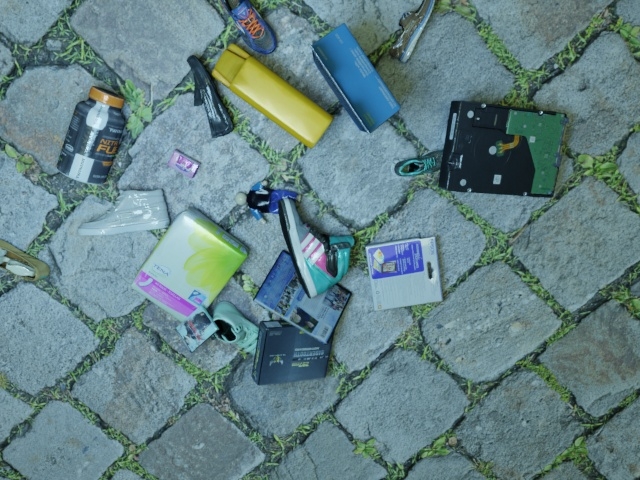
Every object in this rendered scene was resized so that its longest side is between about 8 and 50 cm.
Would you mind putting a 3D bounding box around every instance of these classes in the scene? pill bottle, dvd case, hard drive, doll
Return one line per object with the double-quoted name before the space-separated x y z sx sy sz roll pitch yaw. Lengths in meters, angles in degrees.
"pill bottle" -0.611 -0.286 1.364 0.130 0.130 0.246 23 103 -6
"dvd case" -0.354 0.253 1.442 0.119 0.013 0.087 -41 78 20
"hard drive" 0.496 -0.243 1.368 0.338 0.064 0.237 1 104 -15
"dvd case" -0.048 0.165 1.478 0.253 0.022 0.180 33 63 -7
"doll" -0.153 -0.108 1.451 0.188 0.046 0.129 8 103 -2

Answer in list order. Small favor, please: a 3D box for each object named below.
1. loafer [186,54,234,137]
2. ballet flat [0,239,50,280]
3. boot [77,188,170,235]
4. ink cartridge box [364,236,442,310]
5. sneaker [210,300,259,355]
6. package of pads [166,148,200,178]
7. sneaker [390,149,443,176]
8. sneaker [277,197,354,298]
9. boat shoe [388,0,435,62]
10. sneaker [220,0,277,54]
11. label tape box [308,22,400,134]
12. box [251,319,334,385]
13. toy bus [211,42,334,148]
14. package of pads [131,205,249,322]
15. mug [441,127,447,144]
"loafer" -0.311 -0.386 1.366 0.078 0.076 0.223 -25 106 -2
"ballet flat" -0.915 0.054 1.479 0.232 0.073 0.080 22 103 -5
"boot" -0.568 -0.085 1.443 0.258 0.095 0.124 -8 98 -7
"ink cartridge box" 0.247 0.097 1.501 0.208 0.045 0.206 -8 104 3
"sneaker" -0.225 0.299 1.498 0.256 0.151 0.094 41 101 -9
"package of pads" -0.388 -0.217 1.431 0.083 0.032 0.050 30 104 -7
"sneaker" 0.283 -0.208 1.409 0.166 0.076 0.065 -16 104 4
"sneaker" 0.000 0.000 1.424 0.178 0.124 0.296 -21 105 -12
"boat shoe" 0.239 -0.566 1.325 0.066 0.066 0.183 24 103 -4
"sneaker" -0.197 -0.580 1.312 0.083 0.087 0.221 -39 101 10
"label tape box" 0.085 -0.389 1.232 0.106 0.334 0.241 -35 102 8
"box" -0.079 0.328 1.504 0.232 0.059 0.184 3 106 -29
"toy bus" -0.128 -0.382 1.338 0.332 0.130 0.108 35 101 -8
"package of pads" -0.381 0.075 1.469 0.229 0.101 0.296 37 101 -10
"mug" 0.374 -0.293 1.394 0.062 0.064 0.078 14 103 -3
